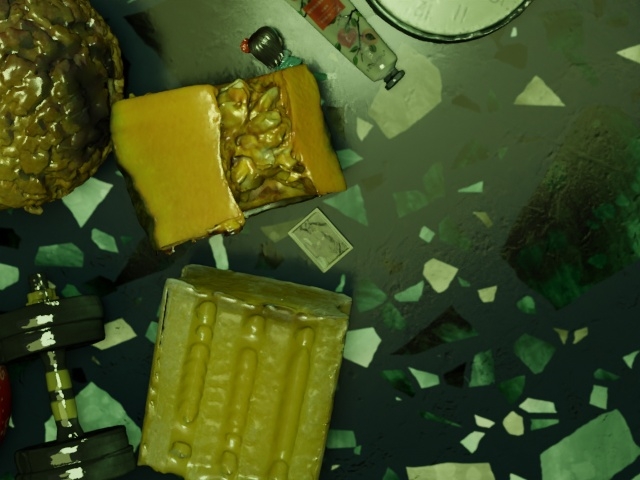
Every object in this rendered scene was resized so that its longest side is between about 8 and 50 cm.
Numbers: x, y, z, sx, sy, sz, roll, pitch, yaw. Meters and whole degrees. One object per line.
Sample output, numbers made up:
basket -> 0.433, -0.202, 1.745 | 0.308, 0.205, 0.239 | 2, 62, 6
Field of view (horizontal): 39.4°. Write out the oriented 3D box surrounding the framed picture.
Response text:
framed picture -> 0.000, 0.000, 1.428 | 0.066, 0.007, 0.089 | -40, 98, 12

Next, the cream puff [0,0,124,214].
cream puff -> -0.409, -0.194, 1.244 | 0.231, 0.327, 0.343 | 13, 70, 21

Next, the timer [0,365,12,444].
timer -> -0.688, 0.260, 1.411 | 0.377, 0.279, 0.378 | 1, 101, 3

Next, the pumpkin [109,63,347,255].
pumpkin -> -0.134, -0.118, 1.277 | 0.256, 0.303, 0.226 | -6, 98, 49

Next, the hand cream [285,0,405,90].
hand cream -> 0.035, -0.321, 1.332 | 0.234, 0.050, 0.080 | 46, 107, 0

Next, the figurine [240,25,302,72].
figurine -> -0.068, -0.274, 1.350 | 0.060, 0.047, 0.106 | -34, 109, 33

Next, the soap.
soap -> -0.118, 0.229, 1.418 | 0.293, 0.156, 0.335 | 11, 104, 6

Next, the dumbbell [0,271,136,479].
dumbbell -> -0.404, 0.240, 1.393 | 0.185, 0.185, 0.389 | -15, 83, 8

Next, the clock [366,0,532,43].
clock -> 0.187, -0.439, 1.279 | 0.312, 0.061, 0.313 | 1, 103, 4
